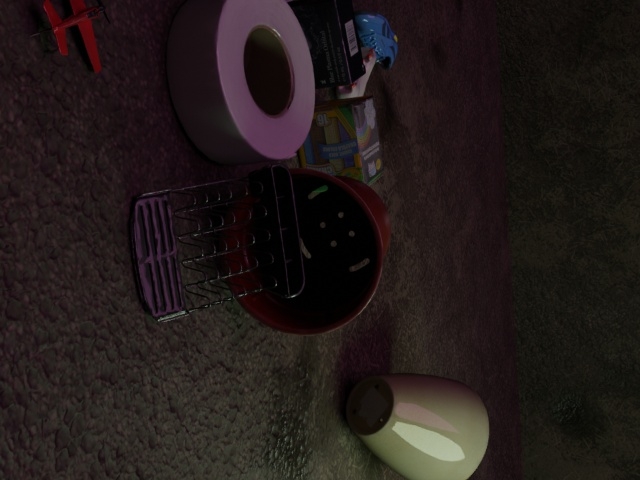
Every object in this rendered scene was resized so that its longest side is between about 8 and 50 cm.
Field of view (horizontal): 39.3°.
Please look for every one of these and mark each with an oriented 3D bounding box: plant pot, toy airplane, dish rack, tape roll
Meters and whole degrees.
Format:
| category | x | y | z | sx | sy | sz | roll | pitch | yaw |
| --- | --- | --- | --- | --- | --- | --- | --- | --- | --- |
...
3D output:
| category | x | y | z | sx | sy | sz | roll | pitch | yaw |
| --- | --- | --- | --- | --- | --- | --- | --- | --- | --- |
| plant pot | 0.000 | 0.000 | 1.549 | 0.265 | 0.272 | 0.272 | -30 | 115 | -72 |
| plant pot | 0.188 | 0.391 | 1.958 | 0.274 | 0.256 | 0.256 | 31 | 58 | -43 |
| toy airplane | -0.312 | -0.281 | 1.133 | 0.151 | 0.028 | 0.151 | -5 | 90 | -65 |
| dish rack | -0.151 | 0.005 | 1.326 | 0.272 | 0.074 | 0.208 | -15 | 99 | -44 |
| tape roll | -0.120 | -0.263 | 1.442 | 0.286 | 0.100 | 0.286 | 14 | 74 | -60 |

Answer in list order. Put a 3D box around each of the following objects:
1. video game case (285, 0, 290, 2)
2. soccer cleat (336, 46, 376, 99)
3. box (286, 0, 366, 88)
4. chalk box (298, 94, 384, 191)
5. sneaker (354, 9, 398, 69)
| category | x | y | z | sx | sy | sz | roll | pitch | yaw |
| --- | --- | --- | --- | --- | --- | --- | --- | --- | --- |
| video game case | -0.059 | -0.567 | 1.738 | 0.201 | 0.023 | 0.183 | -51 | 133 | -57 |
| soccer cleat | 0.075 | -0.357 | 1.975 | 0.076 | 0.068 | 0.196 | 85 | 20 | -44 |
| box | -0.015 | -0.361 | 1.646 | 0.093 | 0.158 | 0.156 | -49 | 131 | -58 |
| chalk box | 0.041 | -0.170 | 1.788 | 0.132 | 0.132 | 0.213 | -38 | 123 | -62 |
| sneaker | 0.128 | -0.465 | 2.091 | 0.209 | 0.069 | 0.082 | 31 | 64 | -62 |
